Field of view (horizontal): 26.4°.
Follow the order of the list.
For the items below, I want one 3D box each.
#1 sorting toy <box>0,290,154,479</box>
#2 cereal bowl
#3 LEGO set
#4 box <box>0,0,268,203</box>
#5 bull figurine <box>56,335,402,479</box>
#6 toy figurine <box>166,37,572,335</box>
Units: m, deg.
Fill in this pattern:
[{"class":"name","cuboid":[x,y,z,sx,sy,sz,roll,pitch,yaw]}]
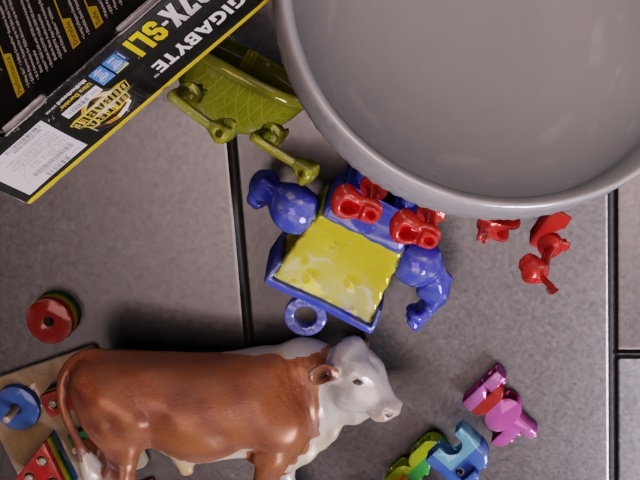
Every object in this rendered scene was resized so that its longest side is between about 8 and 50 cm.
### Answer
[{"class":"sorting toy","cuboid":[-0.251,0.192,1.317,0.132,0.046,0.274,-19,104,16]},{"class":"cereal bowl","cuboid":[0.123,-0.174,1.044,0.339,0.141,0.338,2,81,-11]},{"class":"LEGO set","cuboid":[0.115,0.232,1.243,0.093,0.087,0.227,42,111,-4]},{"class":"box","cuboid":[-0.203,-0.232,1.055,0.257,0.079,0.322,-39,56,20]},{"class":"bull figurine","cuboid":[-0.082,0.169,1.236,0.311,0.101,0.188,3,103,4]},{"class":"toy figurine","cuboid":[0.000,0.000,1.134,0.363,0.191,0.217,25,122,-10]}]
